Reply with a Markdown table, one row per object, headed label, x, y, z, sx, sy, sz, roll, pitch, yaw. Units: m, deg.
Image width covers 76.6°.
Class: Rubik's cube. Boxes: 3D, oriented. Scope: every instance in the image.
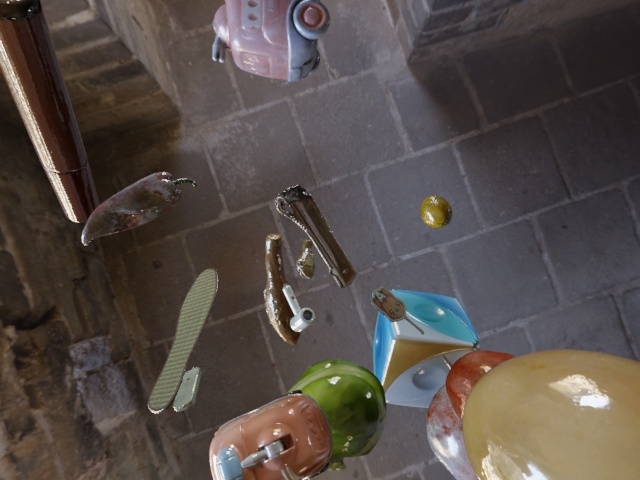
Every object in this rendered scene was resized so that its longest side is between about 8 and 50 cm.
| label | x | y | z | sx | sy | sz | roll | pitch | yaw |
| --- | --- | --- | --- | --- | --- | --- | --- | --- | --- |
| Rubik's cube | 0.409 | 0.436 | 1.658 | 0.346 | 0.352 | 0.353 | 7 | 113 | 0 |

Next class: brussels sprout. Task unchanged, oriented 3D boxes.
| label | x | y | z | sx | sy | sz | roll | pitch | yaw |
| --- | --- | --- | --- | --- | --- | --- | --- | --- | --- |
| brussels sprout | 0.041 | 0.534 | 1.285 | 0.370 | 0.276 | 0.315 | 0 | 115 | -26 |

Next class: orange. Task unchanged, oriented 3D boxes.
| label | x | y | z | sx | sy | sz | roll | pitch | yaw |
| --- | --- | --- | --- | --- | --- | --- | --- | --- | --- |
| orange | 0.319 | -0.077 | 1.114 | 0.085 | 0.085 | 0.095 | -30 | 52 | -1 |

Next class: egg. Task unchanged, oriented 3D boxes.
| label | x | y | z | sx | sy | sz | roll | pitch | yaw |
| --- | --- | --- | --- | --- | --- | --- | --- | --- | --- |
| egg | 0.392 | 0.310 | 0.574 | 0.373 | 0.301 | 0.301 | 24 | 86 | 45 |

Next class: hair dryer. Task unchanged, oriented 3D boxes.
| label | x | y | z | sx | sy | sz | roll | pitch | yaw |
| --- | --- | --- | --- | --- | --- | --- | --- | --- | --- |
| hair dryer | -0.069 | 0.180 | 1.129 | 0.047 | 0.082 | 0.137 | -16 | 70 | -32 |

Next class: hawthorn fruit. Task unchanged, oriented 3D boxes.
| label | x | y | z | sx | sy | sz | roll | pitch | yaw |
| --- | --- | --- | --- | --- | --- | --- | --- | --- | --- |
| hawthorn fruit | 0.407 | 0.365 | 1.014 | 0.210 | 0.262 | 0.211 | -4 | 101 | -21 |

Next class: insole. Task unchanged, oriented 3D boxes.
| label | x | y | z | sx | sy | sz | roll | pitch | yaw |
| --- | --- | --- | --- | --- | --- | --- | --- | --- | --- |
| insole | -0.218 | 0.150 | 0.662 | 0.086 | 0.005 | 0.254 | -16 | 47 | 32 |

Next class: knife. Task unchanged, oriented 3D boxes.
| label | x | y | z | sx | sy | sz | roll | pitch | yaw |
| --- | --- | --- | --- | --- | --- | --- | --- | --- | --- |
| knife | -0.002 | -0.003 | 1.072 | 0.089 | 0.043 | 0.365 | -34 | 123 | 0 |

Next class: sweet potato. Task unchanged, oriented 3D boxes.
| label | x | y | z | sx | sy | sz | roll | pitch | yaw |
| --- | --- | --- | --- | --- | --- | --- | --- | --- | --- |
| sweet potato | -0.137 | 0.173 | 1.343 | 0.109 | 0.109 | 0.386 | -12 | 101 | 0 |

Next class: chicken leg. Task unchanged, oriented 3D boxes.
| label | x | y | z | sx | sy | sz | roll | pitch | yaw |
| --- | --- | --- | --- | --- | --- | --- | --- | --- | --- |
| chicken leg | -0.062 | 0.075 | 1.811 | 0.084 | 0.069 | 0.198 | 2 | 60 | 4 |

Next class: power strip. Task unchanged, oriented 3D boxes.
| label | x | y | z | sx | sy | sz | roll | pitch | yaw |
| --- | --- | --- | --- | --- | --- | --- | --- | --- | --- |
| power strip | -0.525 | 0.585 | 1.614 | 0.079 | 0.227 | 0.029 | -19 | 115 | 3 |

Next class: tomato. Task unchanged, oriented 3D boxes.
| label | x | y | z | sx | sy | sz | roll | pitch | yaw |
| --- | --- | --- | --- | --- | --- | --- | --- | --- | --- |
| tomato | 0.466 | 0.562 | 1.187 | 0.282 | 0.317 | 0.317 | -41 | 86 | -7 |

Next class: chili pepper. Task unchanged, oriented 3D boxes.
| label | x | y | z | sx | sy | sz | roll | pitch | yaw |
| --- | --- | --- | --- | --- | --- | --- | --- | --- | --- |
| chili pepper | -0.232 | -0.045 | 0.514 | 0.153 | 0.041 | 0.050 | -31 | 101 | -8 |

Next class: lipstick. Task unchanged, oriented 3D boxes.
| label | x | y | z | sx | sy | sz | roll | pitch | yaw |
| --- | --- | --- | --- | --- | --- | --- | --- | --- | --- |
| lipstick | -0.330 | -0.134 | 0.503 | 0.057 | 0.357 | 0.057 | 8 | 59 | -14 |

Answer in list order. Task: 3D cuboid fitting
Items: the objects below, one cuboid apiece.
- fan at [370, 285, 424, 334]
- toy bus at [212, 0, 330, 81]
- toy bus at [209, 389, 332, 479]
| label | x | y | z | sx | sy | sz | roll | pitch | yaw |
| --- | --- | --- | --- | --- | --- | --- | --- | --- | --- |
| fan | 0.266 | 0.244 | 1.383 | 0.220 | 0.132 | 0.009 | 40 | 128 | 11 |
| toy bus | -0.105 | -0.486 | 0.837 | 0.231 | 0.197 | 0.295 | 0 | 91 | -6 |
| toy bus | -0.117 | 0.470 | 0.904 | 0.287 | 0.232 | 0.194 | -25 | 72 | 1 |
